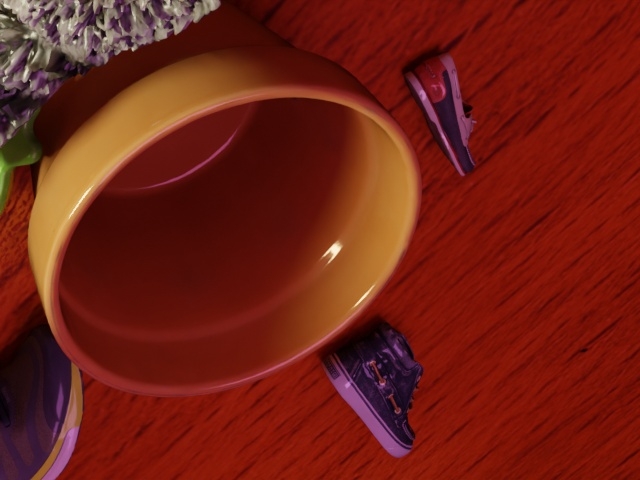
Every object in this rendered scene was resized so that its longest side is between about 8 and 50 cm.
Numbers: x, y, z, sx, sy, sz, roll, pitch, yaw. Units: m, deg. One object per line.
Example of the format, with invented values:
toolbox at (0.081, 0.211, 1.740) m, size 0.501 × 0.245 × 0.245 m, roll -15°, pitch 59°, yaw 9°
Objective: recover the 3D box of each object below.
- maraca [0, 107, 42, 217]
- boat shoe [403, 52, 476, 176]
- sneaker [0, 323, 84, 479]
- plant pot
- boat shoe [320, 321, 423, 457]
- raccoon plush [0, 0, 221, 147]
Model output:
maraca at (-0.265, -0.060, 1.130) m, size 0.186 × 0.127 × 0.099 m, roll -42°, pitch 167°, yaw 29°
boat shoe at (0.115, -0.109, 1.389) m, size 0.043 × 0.049 × 0.137 m, roll -33°, pitch 135°, yaw -3°
sneaker at (-0.312, 0.188, 1.367) m, size 0.121 × 0.111 × 0.300 m, roll 23°, pitch 114°, yaw -40°
plant pot at (-0.096, -0.053, 1.187) m, size 0.291 × 0.203 × 0.291 m, roll -17°, pitch 137°, yaw -17°
boat shoe at (0.076, 0.155, 1.609) m, size 0.083 × 0.065 × 0.183 m, roll -34°, pitch 139°, yaw 3°
raccoon plush at (-0.195, -0.236, 0.904) m, size 0.446 × 0.216 × 0.299 m, roll -42°, pitch 113°, yaw 9°
